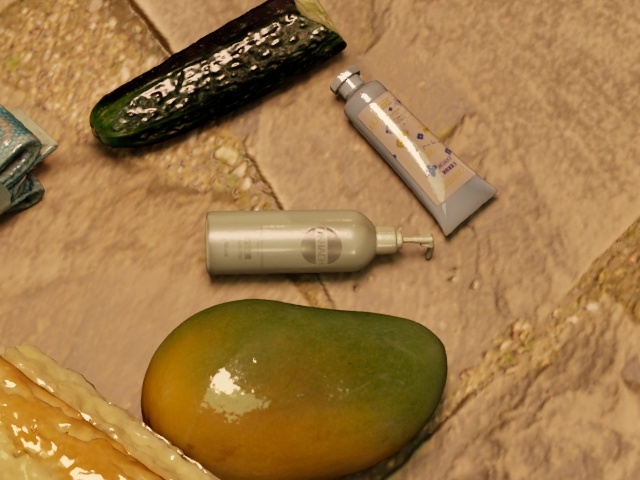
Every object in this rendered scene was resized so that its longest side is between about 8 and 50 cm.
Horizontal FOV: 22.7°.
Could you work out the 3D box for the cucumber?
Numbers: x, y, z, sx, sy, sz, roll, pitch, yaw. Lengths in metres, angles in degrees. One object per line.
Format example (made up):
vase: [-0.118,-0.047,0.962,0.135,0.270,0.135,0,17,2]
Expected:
cucumber: [-0.091,-0.146,1.400,0.241,0.074,0.074,-30,73,-11]

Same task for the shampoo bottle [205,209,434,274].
shampoo bottle: [0.000,0.000,1.354,0.195,0.056,0.056,-2,69,-2]

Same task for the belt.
belt: [-0.349,0.000,1.331,0.302,0.087,0.072,-42,63,-16]

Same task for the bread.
bread: [-0.156,0.270,1.172,0.375,0.165,0.236,33,101,13]

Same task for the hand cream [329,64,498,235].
hand cream: [0.076,-0.085,1.394,0.065,0.043,0.171,-40,77,-15]

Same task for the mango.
mango: [-0.019,0.124,1.281,0.251,0.114,0.156,0,59,-14]
